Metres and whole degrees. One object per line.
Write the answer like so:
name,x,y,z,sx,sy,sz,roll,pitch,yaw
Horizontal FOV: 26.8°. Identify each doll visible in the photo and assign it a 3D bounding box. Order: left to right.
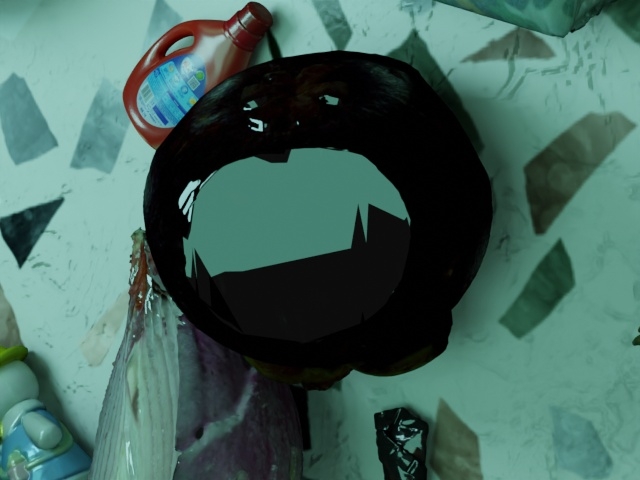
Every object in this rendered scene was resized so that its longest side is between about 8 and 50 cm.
doll,-0.298,0.195,1.354,0.098,0.135,0.241,-38,78,3

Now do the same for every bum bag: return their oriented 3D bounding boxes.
bum bag,0.073,0.204,1.150,0.058,0.034,0.124,-1,98,42

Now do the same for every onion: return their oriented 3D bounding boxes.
onion,-0.099,0.158,1.188,0.267,0.159,0.349,-29,54,58

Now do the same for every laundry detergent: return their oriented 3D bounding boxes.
laundry detergent,-0.106,-0.156,1.196,0.165,0.049,0.097,-41,73,29

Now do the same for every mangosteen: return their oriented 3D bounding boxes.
mangosteen,0.000,-0.001,1.044,0.287,0.233,0.288,1,104,3

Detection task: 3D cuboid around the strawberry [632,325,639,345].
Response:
strawberry,0.354,-0.021,0.893,0.233,0.138,0.306,26,87,7

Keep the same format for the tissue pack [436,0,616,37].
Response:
tissue pack,0.078,-0.302,0.977,0.311,0.128,0.228,23,128,27
